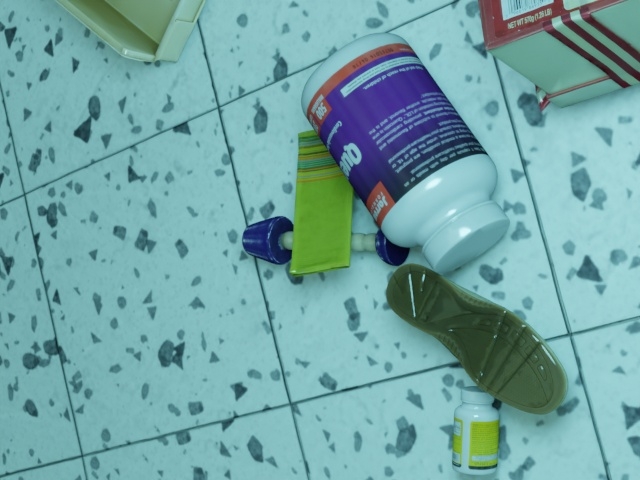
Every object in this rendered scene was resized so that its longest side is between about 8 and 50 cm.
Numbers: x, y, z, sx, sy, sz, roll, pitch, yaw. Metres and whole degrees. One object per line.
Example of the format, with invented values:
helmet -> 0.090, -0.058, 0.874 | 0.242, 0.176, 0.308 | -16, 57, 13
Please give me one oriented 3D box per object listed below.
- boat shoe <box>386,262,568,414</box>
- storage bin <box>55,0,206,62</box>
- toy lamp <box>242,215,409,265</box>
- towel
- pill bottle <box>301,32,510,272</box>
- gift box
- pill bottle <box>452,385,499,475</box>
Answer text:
boat shoe -> 0.226, 0.134, 1.712 | 0.302, 0.098, 0.109 | 35, 98, 31
storage bin -> -0.301, -0.466, 2.038 | 0.260, 0.123, 0.262 | 40, 114, 27
toy lamp -> 0.000, 0.000, 1.875 | 0.274, 0.080, 0.080 | -1, 92, 35
towel -> 0.004, -0.064, 1.843 | 0.102, 0.021, 0.237 | -11, 62, 30
pill bottle -> 0.122, -0.119, 1.718 | 0.181, 0.181, 0.323 | -44, 68, 29
gift box -> 0.333, -0.299, 1.506 | 0.255, 0.258, 0.276 | -11, 73, 34
pill bottle -> 0.219, 0.267, 1.740 | 0.065, 0.065, 0.116 | 5, 96, 35
